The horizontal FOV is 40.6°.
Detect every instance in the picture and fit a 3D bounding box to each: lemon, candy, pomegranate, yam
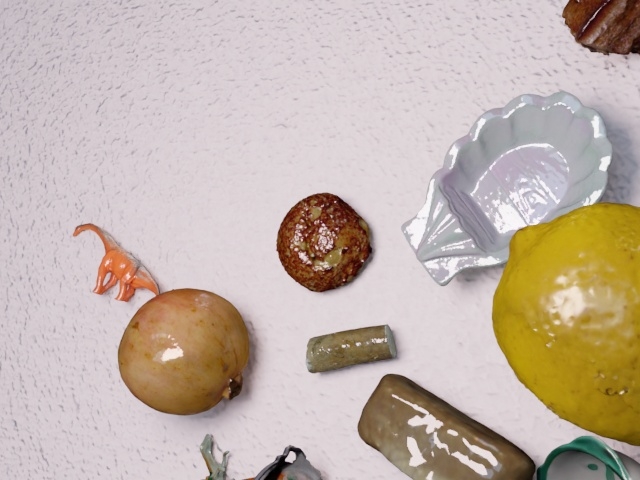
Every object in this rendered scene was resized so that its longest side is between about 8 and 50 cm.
[{"bbox_3d":[0.336,0.094,0.958,0.310,0.253,0.253,38,95,15],"label":"lemon"},{"bbox_3d":[0.154,0.263,1.087,0.234,0.102,0.104,28,93,32],"label":"candy"},{"bbox_3d":[-0.195,0.161,1.256,0.191,0.191,0.191,-8,73,26],"label":"pomegranate"},{"bbox_3d":[0.041,0.150,1.208,0.132,0.054,0.054,-13,70,23],"label":"yam"}]

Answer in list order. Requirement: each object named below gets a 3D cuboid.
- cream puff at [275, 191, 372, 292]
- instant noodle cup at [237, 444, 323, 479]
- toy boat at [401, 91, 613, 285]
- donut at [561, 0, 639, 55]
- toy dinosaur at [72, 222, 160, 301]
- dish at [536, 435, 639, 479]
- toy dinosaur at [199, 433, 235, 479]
[{"bbox_3d":[0.000,0.000,1.253,0.149,0.084,0.149,-6,76,26],"label":"cream puff"},{"bbox_3d":[-0.082,0.385,1.152,0.125,0.177,0.208,-16,46,38],"label":"instant noodle cup"},{"bbox_3d":[0.248,-0.060,1.129,0.290,0.100,0.199,-37,62,13],"label":"toy boat"},{"bbox_3d":[0.416,-0.326,1.100,0.187,0.144,0.126,-56,34,33],"label":"donut"},{"bbox_3d":[-0.344,0.047,1.441,0.279,0.055,0.101,24,79,32],"label":"toy dinosaur"},{"bbox_3d":[0.346,0.315,0.951,0.246,0.078,0.224,37,137,57],"label":"dish"},{"bbox_3d":[-0.154,0.383,1.258,0.106,0.044,0.188,0,89,41],"label":"toy dinosaur"}]
